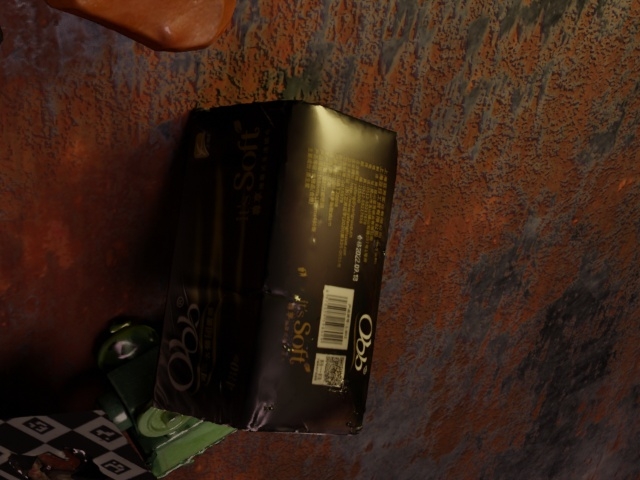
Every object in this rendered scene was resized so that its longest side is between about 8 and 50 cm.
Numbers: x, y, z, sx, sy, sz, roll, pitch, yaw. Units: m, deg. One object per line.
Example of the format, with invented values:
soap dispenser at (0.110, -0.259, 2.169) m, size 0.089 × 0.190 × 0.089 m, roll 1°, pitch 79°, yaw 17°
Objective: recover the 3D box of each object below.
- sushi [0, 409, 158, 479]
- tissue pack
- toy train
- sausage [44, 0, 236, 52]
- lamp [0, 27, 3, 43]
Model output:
sushi at (-0.336, 0.279, 1.286) m, size 0.293 × 0.059 × 0.292 m, roll -6°, pitch 138°, yaw 18°
tissue pack at (-0.044, 0.041, 1.157) m, size 0.210 × 0.198 × 0.370 m, roll 16°, pitch 79°, yaw -48°
toy train at (-0.172, 0.186, 1.349) m, size 0.271 × 0.159 × 0.188 m, roll -29°, pitch 146°, yaw -18°
sausage at (-0.185, -0.262, 0.948) m, size 0.258 × 0.133 × 0.133 m, roll 14°, pitch 116°, yaw -48°
lamp at (-0.361, -0.235, 0.851) m, size 0.101 × 0.101 × 0.250 m, roll -43°, pitch 148°, yaw 1°
